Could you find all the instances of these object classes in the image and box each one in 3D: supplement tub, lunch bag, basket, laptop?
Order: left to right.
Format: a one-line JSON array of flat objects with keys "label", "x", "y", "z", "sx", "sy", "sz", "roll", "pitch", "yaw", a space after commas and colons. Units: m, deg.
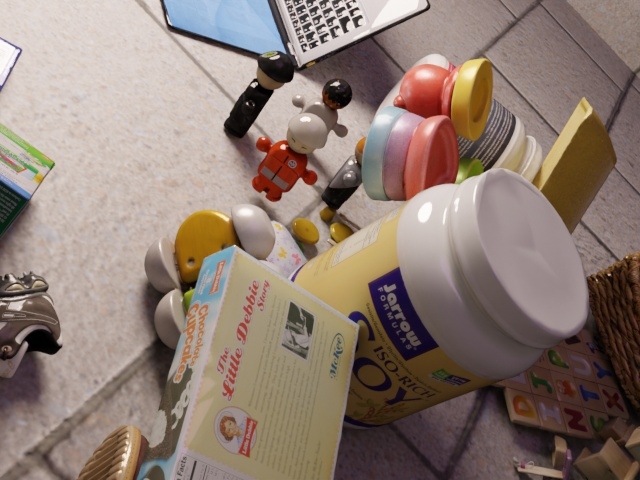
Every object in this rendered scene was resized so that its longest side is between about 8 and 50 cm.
[{"label": "lunch bag", "x": -0.069, "y": 0.019, "z": 1.110, "sx": 0.071, "sy": 0.053, "sz": 0.083, "roll": -32, "pitch": 92, "yaw": -51}, {"label": "laptop", "x": -0.073, "y": -0.529, "z": 1.458, "sx": 0.236, "sy": 0.407, "sz": 0.382, "roll": 52, "pitch": 18, "yaw": -60}, {"label": "supplement tub", "x": 0.127, "y": 0.077, "z": 0.993, "sx": 0.241, "sy": 0.331, "sz": 0.241, "roll": 25, "pitch": 50, "yaw": -33}, {"label": "supplement tub", "x": 0.249, "y": -0.189, "z": 1.486, "sx": 0.272, "sy": 0.191, "sz": 0.191, "roll": 36, "pitch": 39, "yaw": -14}, {"label": "basket", "x": 0.641, "y": 0.161, "z": 1.487, "sx": 0.213, "sy": 0.223, "sz": 0.299, "roll": 36, "pitch": 35, "yaw": -45}]

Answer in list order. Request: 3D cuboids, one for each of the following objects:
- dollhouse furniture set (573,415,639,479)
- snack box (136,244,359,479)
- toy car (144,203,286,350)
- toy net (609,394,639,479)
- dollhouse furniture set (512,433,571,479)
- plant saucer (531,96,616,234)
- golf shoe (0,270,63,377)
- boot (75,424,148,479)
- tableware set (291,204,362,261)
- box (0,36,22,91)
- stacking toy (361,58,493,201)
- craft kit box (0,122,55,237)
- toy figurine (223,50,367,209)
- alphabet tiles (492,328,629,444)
[{"label": "dollhouse furniture set", "x": 0.615, "y": 0.274, "z": 1.264, "sx": 0.174, "sy": 0.303, "sz": 0.355, "roll": 52, "pitch": 47, "yaw": 4}, {"label": "snack box", "x": -0.066, "y": 0.186, "z": 0.787, "sx": 0.187, "sy": 0.060, "sz": 0.322, "roll": 35, "pitch": 50, "yaw": -31}, {"label": "toy car", "x": -0.114, "y": 0.057, "z": 0.980, "sx": 0.136, "sy": 0.159, "sz": 0.182, "roll": 57, "pitch": 13, "yaw": -59}, {"label": "toy net", "x": 0.552, "y": 0.339, "z": 1.425, "sx": 0.122, "sy": 0.045, "sz": 0.232, "roll": 0, "pitch": 57, "yaw": -43}, {"label": "dollhouse furniture set", "x": 0.331, "y": 0.345, "z": 1.239, "sx": 0.081, "sy": 0.091, "sz": 0.114, "roll": 7, "pitch": 10, "yaw": 13}, {"label": "plant saucer", "x": 0.373, "y": -0.059, "z": 1.312, "sx": 0.081, "sy": 0.333, "sz": 0.333, "roll": 30, "pitch": 19, "yaw": 7}, {"label": "golf shoe", "x": -0.331, "y": 0.093, "z": 0.771, "sx": 0.198, "sy": 0.077, "sz": 0.094, "roll": -19, "pitch": 71, "yaw": -49}, {"label": "boot", "x": -0.146, "y": 0.319, "z": 0.765, "sx": 0.207, "sy": 0.090, "sz": 0.249, "roll": 38, "pitch": 35, "yaw": -31}, {"label": "tableware set", "x": 0.000, "y": 0.000, "z": 1.219, "sx": 0.104, "sy": 0.024, "sz": 0.154, "roll": 37, "pitch": 39, "yaw": -8}, {"label": "box", "x": -0.480, "y": -0.235, "z": 0.953, "sx": 0.225, "sy": 0.036, "sz": 0.136, "roll": 29, "pitch": 40, "yaw": -24}, {"label": "stacking toy", "x": 0.146, "y": -0.105, "z": 1.205, "sx": 0.130, "sy": 0.280, "sz": 0.309, "roll": 12, "pitch": 37, "yaw": 24}, {"label": "craft kit box", "x": -0.391, "y": -0.116, "z": 0.802, "sx": 0.250, "sy": 0.061, "sz": 0.247, "roll": 38, "pitch": 6, "yaw": -17}, {"label": "toy figurine", "x": -0.017, "y": -0.166, "z": 1.226, "sx": 0.209, "sy": 0.148, "sz": 0.213, "roll": 8, "pitch": 43, "yaw": -40}, {"label": "alphabet tiles", "x": 0.376, "y": 0.194, "z": 1.370, "sx": 0.342, "sy": 0.011, "sz": 0.285, "roll": 18, "pitch": 46, "yaw": -26}]
